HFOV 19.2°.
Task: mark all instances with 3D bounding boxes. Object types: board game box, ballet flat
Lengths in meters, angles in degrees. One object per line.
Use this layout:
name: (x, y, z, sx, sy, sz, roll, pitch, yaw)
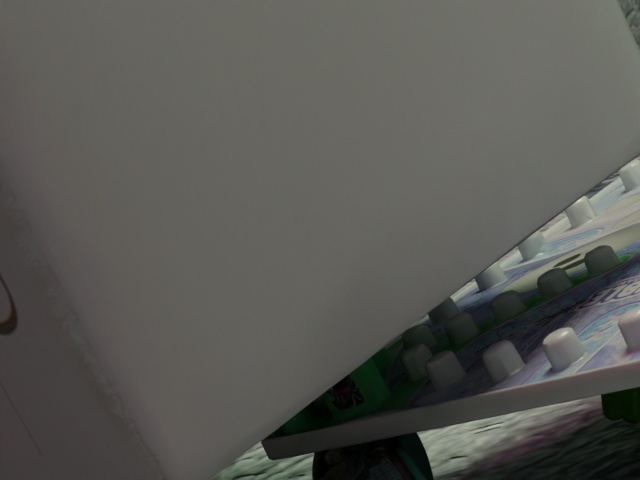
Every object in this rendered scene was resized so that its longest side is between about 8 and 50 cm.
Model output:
board game box: (0.202, -0.043, 0.817, 0.390, 0.050, 0.390, -33, 8, -37)
ballet flat: (0.024, 0.119, 0.817, 0.070, 0.070, 0.188, -13, 4, 0)

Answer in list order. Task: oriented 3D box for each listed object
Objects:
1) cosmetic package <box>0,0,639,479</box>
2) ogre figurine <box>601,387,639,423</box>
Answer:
cosmetic package: (-0.136, -0.095, 0.828, 0.327, 0.329, 0.393, -34, 13, -39)
ogre figurine: (0.203, 0.039, 0.949, 0.197, 0.097, 0.118, -31, 31, -15)
